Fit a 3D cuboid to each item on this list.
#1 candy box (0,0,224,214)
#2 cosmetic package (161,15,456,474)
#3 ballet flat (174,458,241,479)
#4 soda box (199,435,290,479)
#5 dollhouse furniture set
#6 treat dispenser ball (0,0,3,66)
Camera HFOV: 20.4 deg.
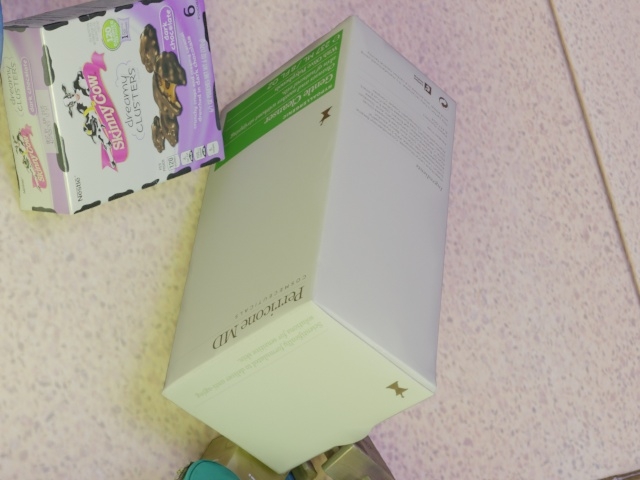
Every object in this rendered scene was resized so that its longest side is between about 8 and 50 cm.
[{"bbox_3d":[-0.183,-0.127,1.564,0.196,0.070,0.165,-24,113,-46],"label":"candy box"},{"bbox_3d":[0.000,0.000,1.592,0.155,0.197,0.366,38,37,-26],"label":"cosmetic package"},{"bbox_3d":[-0.083,0.252,1.401,0.091,0.241,0.077,26,101,-20],"label":"ballet flat"},{"bbox_3d":[-0.097,0.245,1.533,0.058,0.061,0.181,48,46,-17],"label":"soda box"},{"bbox_3d":[0.022,0.265,1.622,0.129,0.129,0.184,44,8,-37],"label":"dollhouse furniture set"},{"bbox_3d":[-0.373,-0.150,1.274,0.288,0.288,0.288,19,60,-37],"label":"treat dispenser ball"}]
